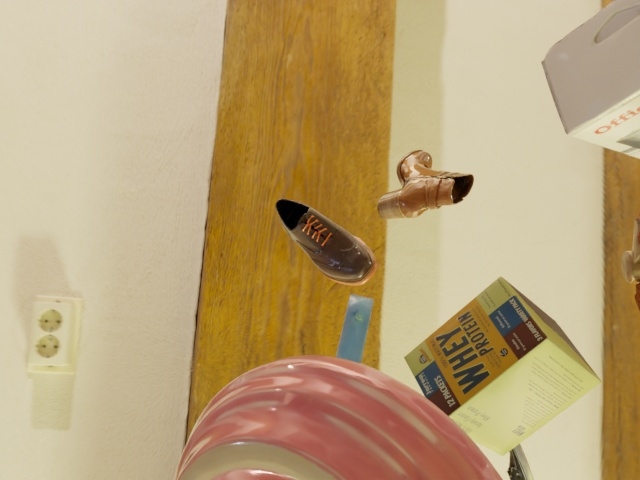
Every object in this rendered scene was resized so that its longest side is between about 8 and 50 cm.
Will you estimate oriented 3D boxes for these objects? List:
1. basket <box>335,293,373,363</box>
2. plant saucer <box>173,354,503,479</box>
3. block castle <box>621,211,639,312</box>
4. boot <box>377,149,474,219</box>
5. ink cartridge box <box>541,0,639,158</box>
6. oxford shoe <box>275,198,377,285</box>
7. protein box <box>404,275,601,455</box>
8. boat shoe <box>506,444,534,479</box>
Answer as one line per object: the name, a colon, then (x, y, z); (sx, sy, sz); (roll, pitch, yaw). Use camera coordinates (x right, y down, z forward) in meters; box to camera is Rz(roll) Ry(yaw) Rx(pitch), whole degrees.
basket: (0.005, 0.232, 0.718); (0.200, 0.289, 0.255); (16, -138, 4)
plant saucer: (-0.003, 0.255, 0.532); (0.084, 0.332, 0.332); (-12, -100, -52)
block castle: (0.591, 0.039, 0.968); (0.212, 0.453, 0.303); (0, -120, 3)
boot: (0.203, -0.106, 1.287); (0.073, 0.152, 0.197); (56, -134, -26)
ink cartridge box: (0.335, -0.148, 0.654); (0.217, 0.158, 0.092); (10, -119, -35)
oxford shoe: (0.000, 0.000, 1.387); (0.097, 0.271, 0.098); (-53, -45, -4)
protein box: (0.282, 0.200, 1.128); (0.201, 0.136, 0.199); (-43, -49, 15)
boat shoe: (0.343, 0.406, 1.243); (0.040, 0.049, 0.142); (-19, -91, 9)
